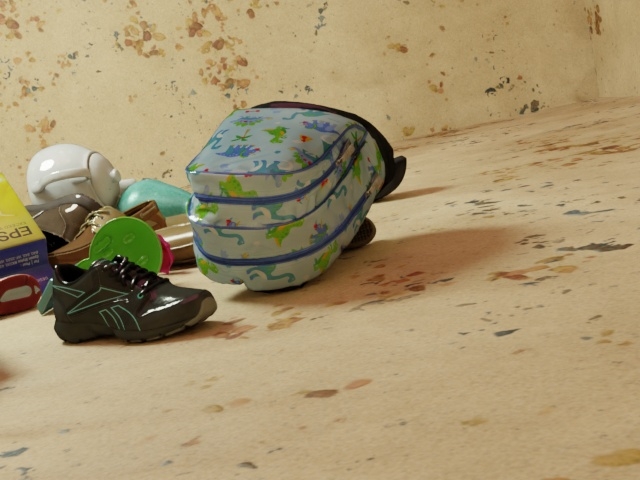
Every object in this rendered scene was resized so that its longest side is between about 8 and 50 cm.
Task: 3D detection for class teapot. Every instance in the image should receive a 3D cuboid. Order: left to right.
[{"bbox_3d":[-0.571,-0.131,2.284,0.187,0.252,0.256,-17,39,13],"label":"teapot"}]

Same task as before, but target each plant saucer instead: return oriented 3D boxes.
[{"bbox_3d":[-0.436,0.074,1.630,0.018,0.067,0.192,29,12,1],"label":"plant saucer"}]

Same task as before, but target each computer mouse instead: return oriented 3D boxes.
[{"bbox_3d":[0.089,-0.115,2.141,0.272,0.072,0.188,-21,4,38],"label":"computer mouse"}]

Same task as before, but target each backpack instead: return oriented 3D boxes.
[{"bbox_3d":[-0.065,-0.074,1.427,0.290,0.273,0.355,10,49,17],"label":"backpack"}]

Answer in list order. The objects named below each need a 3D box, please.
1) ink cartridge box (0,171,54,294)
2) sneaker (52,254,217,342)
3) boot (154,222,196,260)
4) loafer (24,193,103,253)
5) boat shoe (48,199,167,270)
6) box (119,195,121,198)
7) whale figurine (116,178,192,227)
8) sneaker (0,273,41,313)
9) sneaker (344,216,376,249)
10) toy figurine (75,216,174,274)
[{"bbox_3d":[-0.684,0.011,1.776,0.303,0.072,0.307,-18,47,-34],"label":"ink cartridge box"},{"bbox_3d":[-0.258,0.075,1.253,0.267,0.106,0.101,-5,10,29],"label":"sneaker"},{"bbox_3d":[-0.197,-0.014,1.797,0.269,0.089,0.236,-12,-1,33],"label":"boot"},{"bbox_3d":[-0.626,-0.006,2.134,0.366,0.134,0.130,-20,38,45],"label":"loafer"},{"bbox_3d":[-0.453,-0.012,2.000,0.122,0.120,0.324,-6,10,34],"label":"boat shoe"},{"bbox_3d":[-0.597,-0.072,2.552,0.148,0.127,0.232,-12,8,1],"label":"box"},{"bbox_3d":[-0.367,-0.085,2.276,0.272,0.141,0.216,-9,9,31],"label":"whale figurine"},{"bbox_3d":[-0.606,0.109,1.640,0.221,0.087,0.128,-3,-5,-29],"label":"sneaker"},{"bbox_3d":[0.000,0.000,1.576,0.188,0.066,0.071,-5,-7,7],"label":"sneaker"},{"bbox_3d":[-0.324,0.041,1.648,0.173,0.130,0.159,-35,-9,9],"label":"toy figurine"}]
